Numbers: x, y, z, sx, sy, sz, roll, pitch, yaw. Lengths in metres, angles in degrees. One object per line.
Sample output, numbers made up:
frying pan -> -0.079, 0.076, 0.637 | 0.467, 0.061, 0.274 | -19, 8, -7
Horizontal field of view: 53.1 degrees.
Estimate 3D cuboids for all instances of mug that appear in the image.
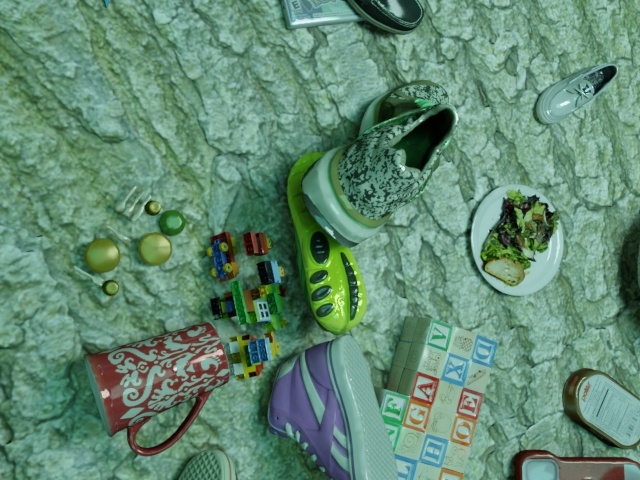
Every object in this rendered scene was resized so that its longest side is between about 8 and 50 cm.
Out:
mug -> -0.218, 0.195, 0.877 | 0.169, 0.113, 0.150 | -18, 122, -25

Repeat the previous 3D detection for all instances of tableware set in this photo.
tableware set -> -0.265, 0.007, 0.906 | 0.104, 0.024, 0.154 | 36, 74, -19

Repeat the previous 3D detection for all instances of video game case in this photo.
video game case -> 0.019, -0.445, 1.042 | 0.201, 0.023, 0.183 | -14, 91, -21

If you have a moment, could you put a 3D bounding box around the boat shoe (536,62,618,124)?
boat shoe -> 0.478, -0.274, 1.185 | 0.184, 0.063, 0.066 | -28, 97, -21

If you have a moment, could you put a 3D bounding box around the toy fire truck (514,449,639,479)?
toy fire truck -> 0.457, 0.513, 1.092 | 0.254, 0.169, 0.302 | 0, 85, 3

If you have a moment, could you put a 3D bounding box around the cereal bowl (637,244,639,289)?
cereal bowl -> 0.732, 0.056, 1.219 | 0.339, 0.141, 0.338 | 2, 86, -21

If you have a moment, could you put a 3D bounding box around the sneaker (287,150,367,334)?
sneaker -> 0.000, 0.000, 0.965 | 0.110, 0.123, 0.295 | 1, 68, -12

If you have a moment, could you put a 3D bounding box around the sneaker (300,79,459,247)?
sneaker -> 0.143, -0.144, 0.936 | 0.158, 0.182, 0.410 | 52, 43, -14

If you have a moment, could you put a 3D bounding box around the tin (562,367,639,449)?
tin -> 0.529, 0.310, 1.183 | 0.190, 0.040, 0.106 | 34, 71, -15

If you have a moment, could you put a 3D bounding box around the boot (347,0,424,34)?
boot -> 0.093, -0.424, 0.961 | 0.236, 0.178, 0.085 | 40, 73, -14

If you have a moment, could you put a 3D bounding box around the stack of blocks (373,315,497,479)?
stack of blocks -> 0.150, 0.274, 1.011 | 0.171, 0.087, 0.297 | 22, 79, -18

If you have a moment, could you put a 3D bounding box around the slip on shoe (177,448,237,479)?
slip on shoe -> -0.147, 0.457, 0.885 | 0.101, 0.123, 0.331 | 10, 76, -52

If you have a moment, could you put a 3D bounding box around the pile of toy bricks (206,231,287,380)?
pile of toy bricks -> -0.086, 0.087, 0.937 | 0.105, 0.118, 0.212 | 4, 71, -58

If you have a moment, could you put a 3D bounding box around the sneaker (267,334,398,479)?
sneaker -> 0.011, 0.293, 0.913 | 0.102, 0.161, 0.282 | 30, 42, -56

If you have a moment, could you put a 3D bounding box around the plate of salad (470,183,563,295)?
plate of salad -> 0.355, -0.002, 1.129 | 0.200, 0.048, 0.199 | 2, 86, -20

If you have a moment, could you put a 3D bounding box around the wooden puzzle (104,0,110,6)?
wooden puzzle -> -0.330, -0.396, 0.910 | 0.116, 0.014, 0.078 | 41, 74, -14
